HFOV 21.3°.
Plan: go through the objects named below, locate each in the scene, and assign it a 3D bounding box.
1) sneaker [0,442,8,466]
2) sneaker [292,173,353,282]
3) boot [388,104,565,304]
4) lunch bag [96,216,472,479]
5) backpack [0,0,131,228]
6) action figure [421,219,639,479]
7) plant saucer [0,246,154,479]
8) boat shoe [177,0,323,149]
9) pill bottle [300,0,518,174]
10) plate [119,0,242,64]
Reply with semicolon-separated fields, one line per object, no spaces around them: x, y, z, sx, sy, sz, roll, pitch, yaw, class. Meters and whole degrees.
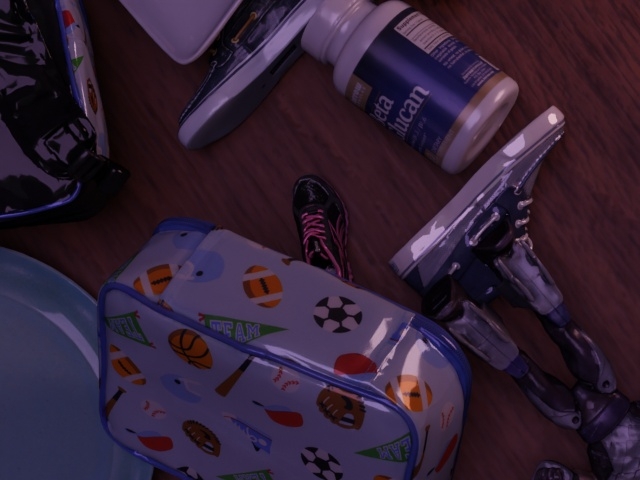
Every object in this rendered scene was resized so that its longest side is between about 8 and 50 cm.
-0.401;0.215;1.459;0.281;0.106;0.162;-38;74;-6;sneaker
0.000;0.000;1.423;0.047;0.057;0.119;-15;81;10;sneaker
0.150;-0.018;1.400;0.086;0.069;0.190;45;100;3;boot
-0.039;0.123;1.336;0.303;0.243;0.115;25;50;18;lunch bag
-0.298;-0.137;1.412;0.276;0.213;0.263;-7;89;0;backpack
0.205;0.122;1.333;0.285;0.099;0.185;45;82;-8;action figure
-0.290;0.150;1.387;0.317;0.044;0.318;12;61;-22;plant saucer
-0.072;-0.165;1.452;0.083;0.065;0.183;43;88;15;boat shoe
0.070;-0.138;1.404;0.169;0.094;0.094;37;92;11;pill bottle
-0.098;-0.325;1.440;0.278;0.045;0.277;-49;61;11;plate
